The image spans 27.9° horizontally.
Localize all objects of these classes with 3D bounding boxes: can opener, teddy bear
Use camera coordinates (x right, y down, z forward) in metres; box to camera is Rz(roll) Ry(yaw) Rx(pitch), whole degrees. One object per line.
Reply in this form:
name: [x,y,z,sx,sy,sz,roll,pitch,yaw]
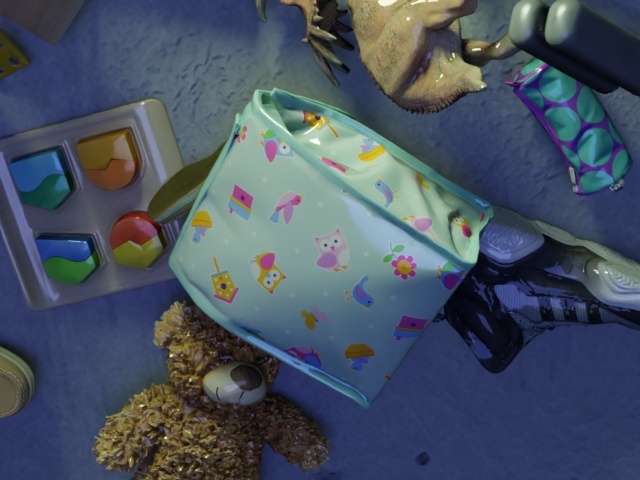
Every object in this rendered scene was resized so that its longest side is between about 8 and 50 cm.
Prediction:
can opener: [0.280,-0.184,1.193,0.076,0.283,0.095,10,86,43]
teddy bear: [-0.121,0.226,1.389,0.245,0.113,0.338,31,106,-10]

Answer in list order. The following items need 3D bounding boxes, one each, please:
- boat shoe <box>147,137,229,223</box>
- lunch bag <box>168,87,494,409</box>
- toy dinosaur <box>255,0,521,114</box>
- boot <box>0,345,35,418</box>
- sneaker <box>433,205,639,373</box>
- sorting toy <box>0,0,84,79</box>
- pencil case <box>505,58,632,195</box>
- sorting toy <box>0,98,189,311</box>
boat shoe: [-0.106,-0.060,1.317,0.153,0.056,0.048,-38,123,-6]
lunch bag: [0.000,0.000,1.262,0.262,0.160,0.223,32,122,0]
toy dinosaur: [0.069,-0.193,1.198,0.200,0.296,0.127,-38,145,16]
boot: [-0.445,0.165,1.330,0.262,0.203,0.095,13,108,-1]
sneaker: [0.241,0.073,1.335,0.268,0.101,0.153,22,108,1]
sorting toy: [-0.283,-0.270,1.240,0.132,0.046,0.274,31,131,-15]
pencil case: [0.251,-0.116,1.288,0.070,0.064,0.152,-38,103,-13]
sorting toy: [-0.238,-0.032,1.347,0.208,0.038,0.193,-15,106,6]
